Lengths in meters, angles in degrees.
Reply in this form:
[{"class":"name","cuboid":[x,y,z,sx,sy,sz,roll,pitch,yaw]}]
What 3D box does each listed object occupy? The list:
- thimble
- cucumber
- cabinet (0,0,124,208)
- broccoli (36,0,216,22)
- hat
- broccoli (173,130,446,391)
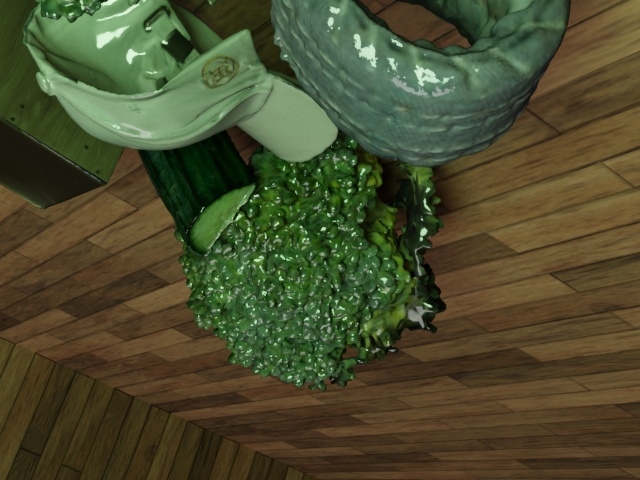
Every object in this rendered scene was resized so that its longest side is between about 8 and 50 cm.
[{"class":"thimble","cuboid":[0.075,-0.180,0.819,0.236,0.205,0.172,21,158,1]},{"class":"cucumber","cuboid":[-0.171,-0.114,1.127,0.115,0.244,0.063,-42,155,24]},{"class":"cabinet","cuboid":[-0.326,-0.163,1.066,0.215,0.148,0.174,34,153,-28]},{"class":"broccoli","cuboid":[-0.109,-0.297,0.681,0.288,0.246,0.248,-17,123,-3]},{"class":"hat","cuboid":[-0.135,-0.145,0.987,0.258,0.168,0.301,43,-176,40]},{"class":"broccoli","cuboid":[-0.004,0.015,1.215,0.334,0.272,0.324,42,144,-18]}]
